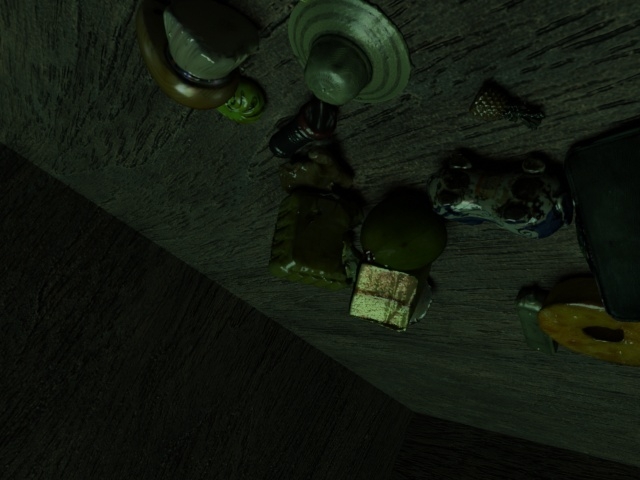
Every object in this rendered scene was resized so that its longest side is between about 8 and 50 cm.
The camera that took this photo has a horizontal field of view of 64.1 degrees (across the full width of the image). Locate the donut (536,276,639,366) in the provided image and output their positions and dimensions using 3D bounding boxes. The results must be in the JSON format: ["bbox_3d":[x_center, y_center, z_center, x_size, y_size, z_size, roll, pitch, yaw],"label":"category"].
[{"bbox_3d":[0.695,0.190,1.242,0.303,0.110,0.303,22,155,11],"label":"donut"}]

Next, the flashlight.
[{"bbox_3d":[-0.049,-0.250,1.176,0.093,0.093,0.232,36,162,-20],"label":"flashlight"}]

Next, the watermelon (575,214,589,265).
[{"bbox_3d":[0.607,-0.006,0.897,0.256,0.176,0.260,62,168,20],"label":"watermelon"}]

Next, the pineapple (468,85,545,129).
[{"bbox_3d":[0.318,-0.216,0.865,0.124,0.058,0.058,26,158,3],"label":"pineapple"}]

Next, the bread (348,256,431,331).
[{"bbox_3d":[0.207,0.123,1.415,0.168,0.163,0.264,17,-164,21],"label":"bread"}]

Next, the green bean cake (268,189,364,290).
[{"bbox_3d":[0.000,0.000,1.336,0.233,0.236,0.124,14,166,-21],"label":"green bean cake"}]

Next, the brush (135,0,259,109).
[{"bbox_3d":[-0.262,-0.400,1.004,0.267,0.174,0.166,45,143,4],"label":"brush"}]

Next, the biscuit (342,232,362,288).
[{"bbox_3d":[0.041,0.043,1.715,0.329,0.078,0.335,37,156,-15],"label":"biscuit"}]

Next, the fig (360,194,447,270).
[{"bbox_3d":[0.190,-0.004,1.255,0.203,0.225,0.203,34,144,29],"label":"fig"}]

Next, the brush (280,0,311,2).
[{"bbox_3d":[0.015,-0.450,0.709,0.067,0.071,0.313,9,159,-17],"label":"brush"}]

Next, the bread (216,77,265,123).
[{"bbox_3d":[-0.197,-0.326,1.187,0.139,0.071,0.130,29,162,-4],"label":"bread"}]

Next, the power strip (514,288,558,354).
[{"bbox_3d":[0.630,0.233,1.481,0.092,0.066,0.387,13,156,34],"label":"power strip"}]

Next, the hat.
[{"bbox_3d":[0.031,-0.306,0.921,0.252,0.110,0.252,24,157,11],"label":"hat"}]

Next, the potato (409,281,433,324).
[{"bbox_3d":[0.292,0.142,1.661,0.120,0.100,0.261,-20,124,10],"label":"potato"}]

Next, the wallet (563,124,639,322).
[{"bbox_3d":[0.513,-0.019,0.843,0.172,0.045,0.317,-16,91,61],"label":"wallet"}]

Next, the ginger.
[{"bbox_3d":[-0.018,-0.166,1.324,0.166,0.080,0.333,17,162,-24],"label":"ginger"}]

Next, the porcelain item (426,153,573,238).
[{"bbox_3d":[0.357,-0.074,1.033,0.288,0.137,0.186,12,164,36],"label":"porcelain item"}]
